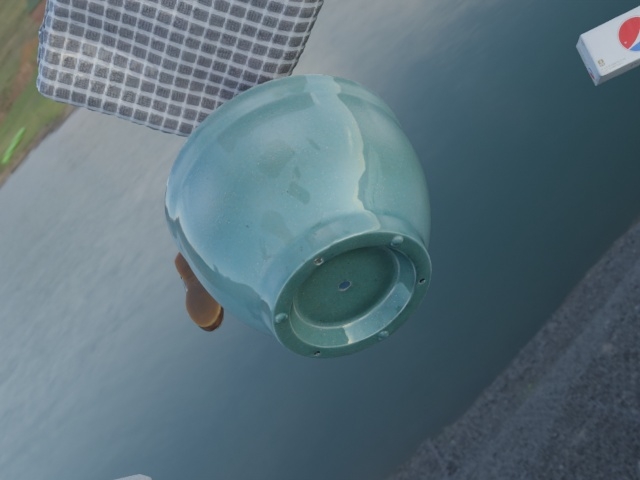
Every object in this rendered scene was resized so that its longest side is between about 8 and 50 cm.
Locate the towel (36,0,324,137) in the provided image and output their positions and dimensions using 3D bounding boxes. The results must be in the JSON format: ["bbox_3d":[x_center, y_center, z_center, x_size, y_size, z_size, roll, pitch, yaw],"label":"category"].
[{"bbox_3d":[-0.160,-0.233,0.842,0.235,0.284,0.121,118,160,-44],"label":"towel"}]

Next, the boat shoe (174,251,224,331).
[{"bbox_3d":[-0.224,0.100,1.496,0.073,0.073,0.207,-26,46,2],"label":"boat shoe"}]

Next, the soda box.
[{"bbox_3d":[0.501,-0.317,1.158,0.216,0.073,0.069,-25,-7,10],"label":"soda box"}]

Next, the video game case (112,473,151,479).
[{"bbox_3d":[-0.301,0.444,0.946,0.025,0.204,0.285,9,87,26],"label":"video game case"}]

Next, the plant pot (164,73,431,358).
[{"bbox_3d":[0.000,0.000,0.829,0.293,0.293,0.196,-44,45,14],"label":"plant pot"}]
